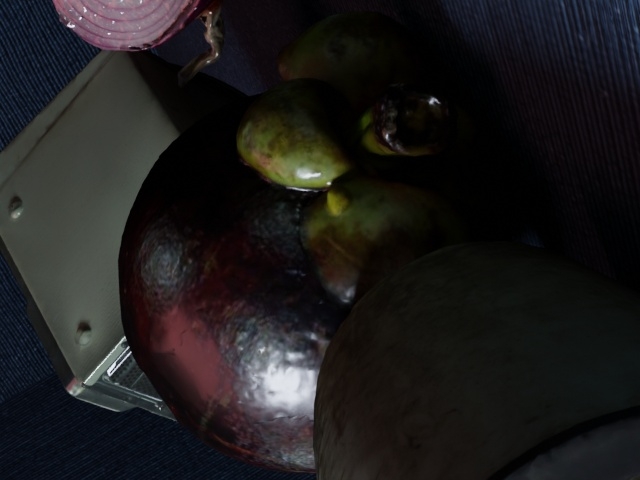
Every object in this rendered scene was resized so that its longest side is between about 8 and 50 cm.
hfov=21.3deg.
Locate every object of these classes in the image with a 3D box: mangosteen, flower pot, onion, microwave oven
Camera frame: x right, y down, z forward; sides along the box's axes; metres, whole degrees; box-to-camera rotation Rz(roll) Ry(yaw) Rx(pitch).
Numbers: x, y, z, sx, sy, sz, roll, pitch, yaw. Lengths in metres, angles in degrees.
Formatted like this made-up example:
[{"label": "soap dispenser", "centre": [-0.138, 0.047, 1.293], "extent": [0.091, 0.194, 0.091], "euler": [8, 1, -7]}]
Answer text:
[{"label": "mangosteen", "centre": [-0.001, 0.012, 1.273], "extent": [0.330, 0.330, 0.330], "euler": [58, 174, 10]}, {"label": "flower pot", "centre": [0.139, 0.152, 0.987], "extent": [0.293, 0.294, 0.330], "euler": [63, 180, -26]}, {"label": "onion", "centre": [-0.141, -0.275, 1.527], "extent": [0.200, 0.201, 0.207], "euler": [56, 151, 28]}, {"label": "microwave oven", "centre": [-0.095, 0.031, 1.671], "extent": [0.394, 0.247, 0.333], "euler": [28, -159, -46]}]
